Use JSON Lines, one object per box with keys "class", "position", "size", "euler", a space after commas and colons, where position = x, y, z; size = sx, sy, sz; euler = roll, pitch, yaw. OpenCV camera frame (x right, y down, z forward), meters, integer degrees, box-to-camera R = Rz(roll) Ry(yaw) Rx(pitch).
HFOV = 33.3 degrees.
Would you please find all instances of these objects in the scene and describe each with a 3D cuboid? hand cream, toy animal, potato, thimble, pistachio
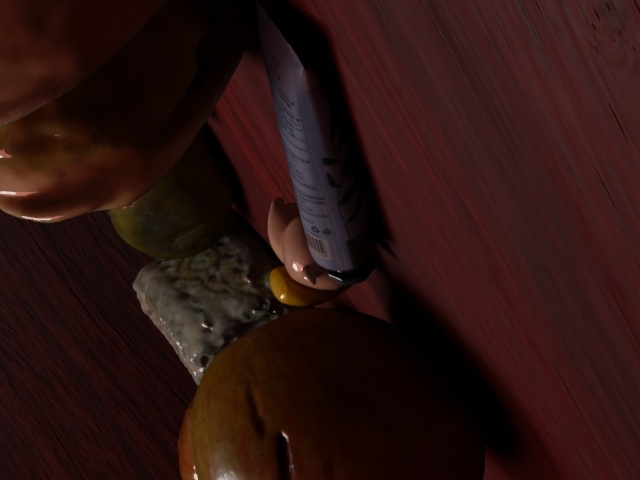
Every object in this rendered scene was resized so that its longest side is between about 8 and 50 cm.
{"class": "hand cream", "position": [-0.002, -0.064, 0.826], "size": [0.271, 0.058, 0.091], "euler": [71, 172, -46]}
{"class": "toy animal", "position": [0.000, 0.000, 0.977], "size": [0.082, 0.091, 0.114], "euler": [105, 161, -55]}
{"class": "potato", "position": [-0.201, -0.063, 1.400], "size": [0.248, 0.169, 0.143], "euler": [69, -167, -61]}
{"class": "thimble", "position": [-0.131, 0.120, 1.564], "size": [0.291, 0.195, 0.291], "euler": [52, 171, 12]}
{"class": "pistachio", "position": [-0.178, -0.155, 0.827], "size": [0.229, 0.238, 0.321], "euler": [56, -159, -35]}

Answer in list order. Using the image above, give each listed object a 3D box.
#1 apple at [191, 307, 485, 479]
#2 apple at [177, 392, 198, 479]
{"class": "apple", "position": [0.009, 0.182, 0.986], "size": [0.264, 0.264, 0.264], "euler": [52, 169, 14]}
{"class": "apple", "position": [-0.022, 0.247, 1.288], "size": [0.250, 0.277, 0.309], "euler": [-87, -21, -81]}
